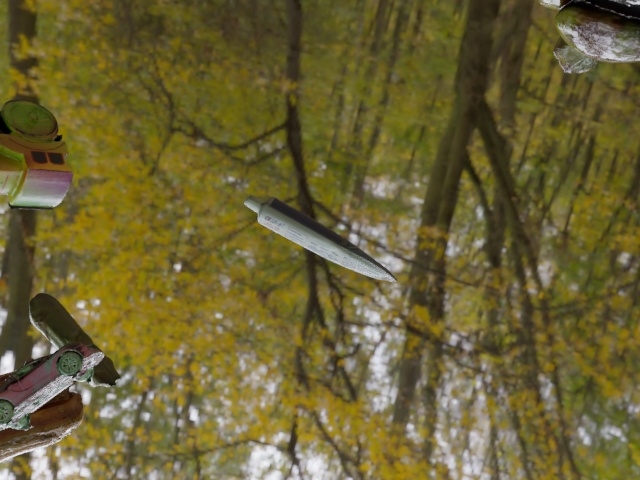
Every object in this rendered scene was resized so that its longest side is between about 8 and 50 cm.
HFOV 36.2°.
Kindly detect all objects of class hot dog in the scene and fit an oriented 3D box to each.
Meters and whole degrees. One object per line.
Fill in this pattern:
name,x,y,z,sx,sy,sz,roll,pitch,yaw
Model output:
hot dog,-0.602,0.329,1.761,0.348,0.117,0.158,-17,-107,-24

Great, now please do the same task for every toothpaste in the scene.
toothpaste,0.000,-0.001,1.543,0.268,0.069,0.047,30,-125,1

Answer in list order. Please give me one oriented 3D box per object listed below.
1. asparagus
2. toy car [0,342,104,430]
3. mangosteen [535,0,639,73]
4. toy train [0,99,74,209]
asparagus,-0.520,0.228,2.092,0.082,0.085,0.343,-21,-136,-37
toy car,-0.294,0.149,1.027,0.055,0.142,0.069,52,170,11
mangosteen,0.305,-0.296,0.821,0.297,0.313,0.297,-22,-167,6
toy train,-0.493,-0.127,1.357,0.296,0.100,0.161,2,-130,-36
